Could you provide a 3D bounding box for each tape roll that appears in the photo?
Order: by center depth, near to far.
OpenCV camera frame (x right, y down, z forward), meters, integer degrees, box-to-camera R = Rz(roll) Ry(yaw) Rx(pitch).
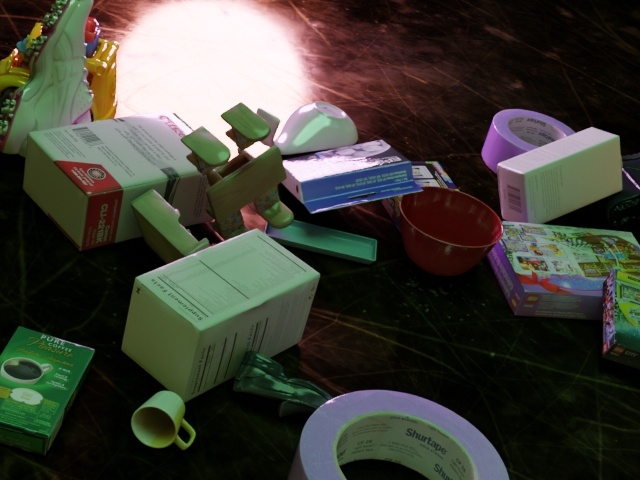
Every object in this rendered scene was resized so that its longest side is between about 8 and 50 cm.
[{"bbox_3d":[0.098,0.315,1.525,0.275,0.090,0.274,11,32,-7],"label":"tape roll"},{"bbox_3d":[0.427,-0.184,2.414,0.189,0.080,0.189,10,33,-7],"label":"tape roll"}]

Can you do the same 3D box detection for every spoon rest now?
[{"bbox_3d":[-0.033,-0.212,2.283,0.137,0.084,0.276,36,25,26],"label":"spoon rest"}]

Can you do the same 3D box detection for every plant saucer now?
[{"bbox_3d":[0.000,0.000,2.017,0.192,0.018,0.067,13,33,-3],"label":"plant saucer"}]

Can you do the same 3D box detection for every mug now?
[{"bbox_3d":[-0.204,0.234,1.560,0.062,0.078,0.064,-12,18,17],"label":"mug"}]

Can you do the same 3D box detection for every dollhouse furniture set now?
[{"bbox_3d":[-0.143,-0.049,1.865,0.242,0.212,0.161,-35,52,-18],"label":"dollhouse furniture set"}]

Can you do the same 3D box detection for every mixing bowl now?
[{"bbox_3d":[0.210,-0.004,2.036,0.182,0.098,0.181,11,34,-8],"label":"mixing bowl"}]

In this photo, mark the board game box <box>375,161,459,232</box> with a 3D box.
[{"bbox_3d":[0.182,-0.080,2.185,0.141,0.048,0.170,-2,37,-22],"label":"board game box"}]

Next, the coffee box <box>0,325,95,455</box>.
[{"bbox_3d":[-0.374,0.192,1.552,0.113,0.040,0.184,16,33,-1],"label":"coffee box"}]

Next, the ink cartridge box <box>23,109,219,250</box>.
[{"bbox_3d":[-0.315,-0.105,1.952,0.273,0.114,0.197,-15,43,-38],"label":"ink cartridge box"}]

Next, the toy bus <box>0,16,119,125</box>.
[{"bbox_3d":[-0.465,-0.313,2.114,0.220,0.211,0.149,12,35,-3],"label":"toy bus"}]

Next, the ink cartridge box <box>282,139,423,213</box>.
[{"bbox_3d":[0.048,-0.114,2.089,0.206,0.045,0.208,-12,23,-14],"label":"ink cartridge box"}]

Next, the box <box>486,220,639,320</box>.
[{"bbox_3d":[0.444,0.055,2.084,0.293,0.057,0.201,5,35,-17],"label":"box"}]

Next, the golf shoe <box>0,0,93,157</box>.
[{"bbox_3d":[-0.434,-0.273,2.014,0.140,0.306,0.115,22,8,-23],"label":"golf shoe"}]

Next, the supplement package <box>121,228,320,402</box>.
[{"bbox_3d":[-0.141,0.101,1.699,0.139,0.133,0.244,36,38,28],"label":"supplement package"}]

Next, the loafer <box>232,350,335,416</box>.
[{"bbox_3d":[-0.041,0.218,1.653,0.170,0.062,0.061,28,73,6],"label":"loafer"}]

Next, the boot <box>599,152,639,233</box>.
[{"bbox_3d":[0.648,-0.093,2.354,0.247,0.094,0.207,-1,32,-12],"label":"boot"}]

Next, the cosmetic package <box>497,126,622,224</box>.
[{"bbox_3d":[0.448,-0.118,2.230,0.231,0.117,0.085,-21,28,-25],"label":"cosmetic package"}]

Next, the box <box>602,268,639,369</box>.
[{"bbox_3d":[0.575,0.152,1.953,0.233,0.044,0.159,18,49,-6],"label":"box"}]
